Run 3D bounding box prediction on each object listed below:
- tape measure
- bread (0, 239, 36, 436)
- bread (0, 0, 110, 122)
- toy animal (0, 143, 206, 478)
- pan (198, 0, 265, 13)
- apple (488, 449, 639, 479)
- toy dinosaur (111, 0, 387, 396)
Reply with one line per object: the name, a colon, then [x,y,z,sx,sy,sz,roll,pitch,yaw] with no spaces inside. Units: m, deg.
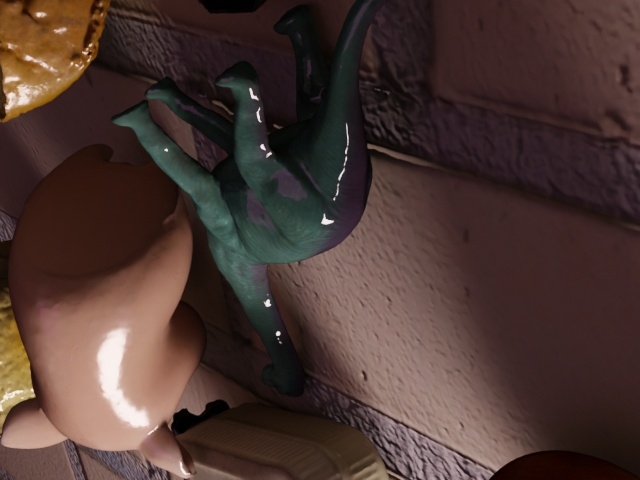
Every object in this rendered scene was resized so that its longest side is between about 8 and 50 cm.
tape measure: [-0.027,0.284,0.963,0.271,0.133,0.231,-1,107,52]
bread: [-0.345,0.077,1.134,0.262,0.204,0.163,44,130,25]
bread: [-0.259,-0.243,0.840,0.160,0.147,0.261,5,113,58]
toy animal: [-0.206,0.069,0.936,0.195,0.213,0.256,4,128,13]
pan: [-0.039,-0.224,0.665,0.202,0.048,0.128,14,127,46]
apple: [0.164,0.261,0.642,0.230,0.230,0.230,29,135,34]
toy dinosaur: [0.000,0.000,0.765,0.383,0.129,0.331,-8,120,51]
